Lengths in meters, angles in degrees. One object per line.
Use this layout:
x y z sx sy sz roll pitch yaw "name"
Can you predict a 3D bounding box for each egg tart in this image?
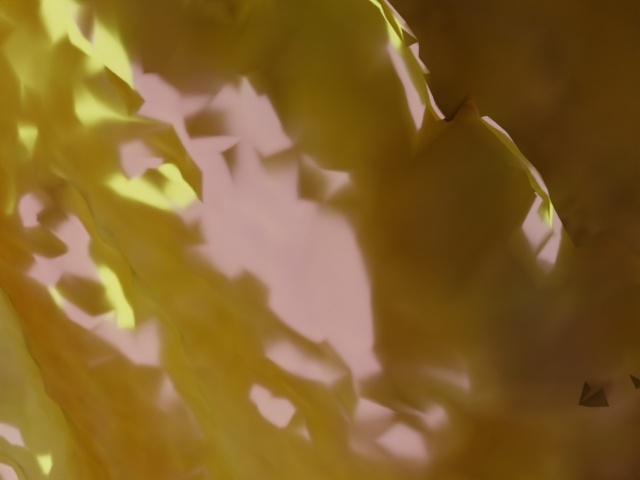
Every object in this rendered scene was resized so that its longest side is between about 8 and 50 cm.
0.000 0.000 0.433 0.443 0.178 0.443 24 135 27 "egg tart"
